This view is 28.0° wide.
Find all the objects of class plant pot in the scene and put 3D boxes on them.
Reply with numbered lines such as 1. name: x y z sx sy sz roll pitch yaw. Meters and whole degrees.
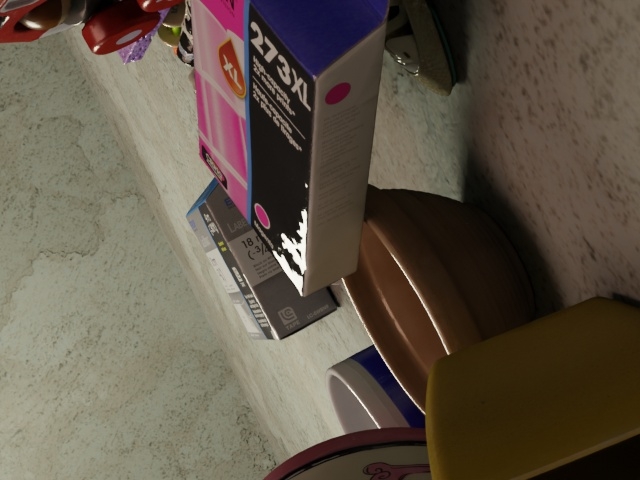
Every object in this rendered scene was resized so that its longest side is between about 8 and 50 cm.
1. plant pot: 0.182 0.161 0.883 0.187 0.212 0.212 -112 1 -60
2. plant pot: 0.108 0.045 1.105 0.237 0.110 0.237 57 166 23

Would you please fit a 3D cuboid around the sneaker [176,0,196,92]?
1. sneaker: -0.128 -0.248 1.482 0.085 0.086 0.237 53 165 26

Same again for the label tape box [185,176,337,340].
1. label tape box: -0.117 -0.020 1.890 0.333 0.106 0.240 62 167 -2

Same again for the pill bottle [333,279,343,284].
1. pill bottle: 0.000 0.000 1.544 0.120 0.067 0.067 44 159 55

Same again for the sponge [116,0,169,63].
1. sponge: -0.239 -0.336 1.670 0.117 0.031 0.210 60 143 13

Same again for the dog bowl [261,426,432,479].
1. dog bowl: 0.074 0.368 1.343 0.150 0.408 0.408 -103 -5 -55

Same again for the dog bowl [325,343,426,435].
1. dog bowl: 0.115 0.245 1.528 0.265 0.104 0.265 57 166 22

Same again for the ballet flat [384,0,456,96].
1. ballet flat: 0.056 -0.176 0.968 0.057 0.052 0.168 42 157 57

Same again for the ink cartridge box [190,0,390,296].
1. ink cartridge box: -0.029 -0.124 0.955 0.175 0.069 0.371 53 157 26

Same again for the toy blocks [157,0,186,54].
1. toy blocks: -0.214 -0.308 1.772 0.123 0.054 0.148 59 167 16

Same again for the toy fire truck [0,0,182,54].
1. toy fire truck: -0.294 -0.316 1.499 0.302 0.254 0.169 -28 89 47
